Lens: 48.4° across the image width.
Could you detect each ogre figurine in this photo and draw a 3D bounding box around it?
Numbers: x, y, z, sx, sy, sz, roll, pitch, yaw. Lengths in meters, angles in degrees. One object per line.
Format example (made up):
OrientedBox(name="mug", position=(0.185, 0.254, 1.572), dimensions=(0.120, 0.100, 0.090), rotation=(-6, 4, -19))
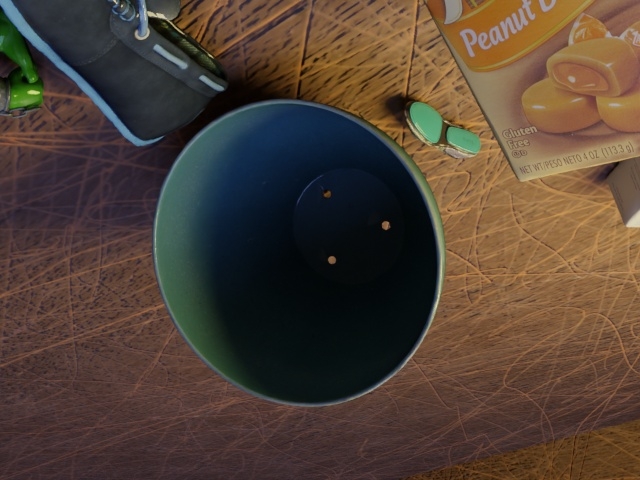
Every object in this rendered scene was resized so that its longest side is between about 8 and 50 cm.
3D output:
OrientedBox(name="ogre figurine", position=(-0.298, -0.167, 0.555), dimensions=(0.118, 0.097, 0.197), rotation=(-19, 167, -13))

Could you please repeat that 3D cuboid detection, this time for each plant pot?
OrientedBox(name="plant pot", position=(0.000, 0.000, 0.749), dimensions=(0.290, 0.290, 0.195), rotation=(-20, -177, 22))

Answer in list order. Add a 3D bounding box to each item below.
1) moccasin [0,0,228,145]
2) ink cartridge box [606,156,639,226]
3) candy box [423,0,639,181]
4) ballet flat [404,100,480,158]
OrientedBox(name="moccasin", position=(-0.159, -0.193, 0.517), dimensions=(0.116, 0.138, 0.342), rotation=(-27, 165, 1))
OrientedBox(name="ink cartridge box", position=(0.447, -0.105, 0.796), dimensions=(0.134, 0.078, 0.231), rotation=(1, 149, -13))
OrientedBox(name="candy box", position=(0.147, -0.194, 0.424), dimensions=(0.183, 0.088, 0.316), rotation=(-12, 126, 40))
OrientedBox(name="ballet flat", position=(0.122, -0.115, 0.765), dimensions=(0.114, 0.041, 0.041), rotation=(20, 141, -35))
